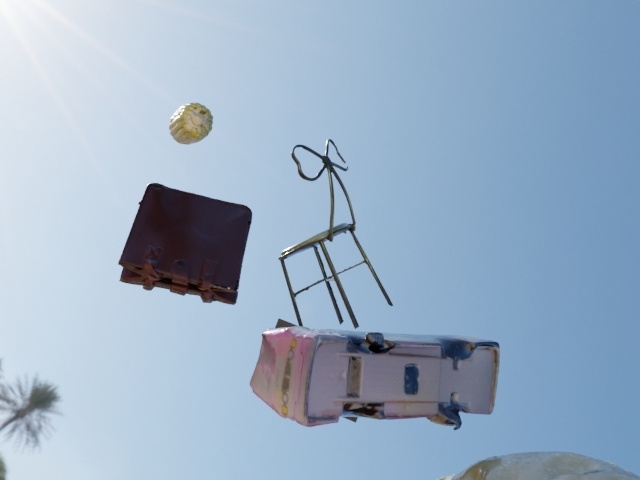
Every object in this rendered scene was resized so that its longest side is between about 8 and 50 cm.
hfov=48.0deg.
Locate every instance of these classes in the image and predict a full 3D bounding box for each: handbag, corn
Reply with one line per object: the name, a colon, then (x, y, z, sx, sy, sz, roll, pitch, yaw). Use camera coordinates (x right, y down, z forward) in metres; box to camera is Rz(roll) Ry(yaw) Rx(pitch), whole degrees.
handbag: (-0.287, 0.007, 1.574, 0.259, 0.276, 0.084, 15, -48, -8)
corn: (-0.277, -0.247, 1.531, 0.081, 0.081, 0.248, 63, -12, -12)

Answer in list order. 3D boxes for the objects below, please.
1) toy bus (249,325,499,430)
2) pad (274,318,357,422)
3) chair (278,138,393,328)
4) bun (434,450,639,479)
toy bus: (0.062, 0.133, 0.719, 0.112, 0.273, 0.090, 4, -95, 49)
pad: (-0.004, 0.220, 1.212, 0.190, 0.004, 0.127, 22, -74, -1)
chair: (0.000, 0.000, 1.294, 0.170, 0.159, 0.326, -23, -91, 37)
bun: (0.184, 0.339, 0.592, 0.210, 0.360, 0.359, 27, -24, -36)
